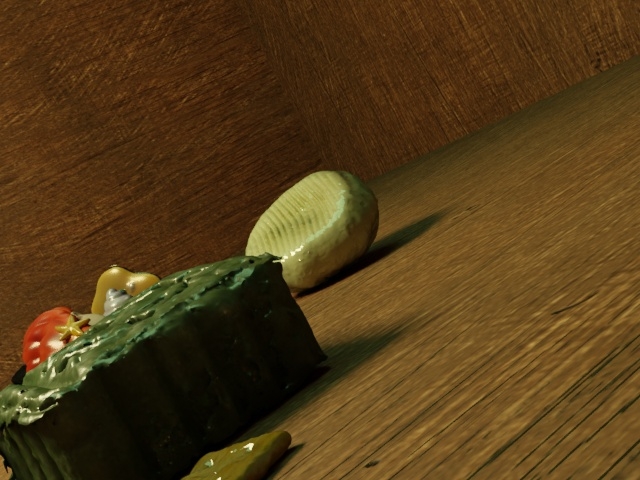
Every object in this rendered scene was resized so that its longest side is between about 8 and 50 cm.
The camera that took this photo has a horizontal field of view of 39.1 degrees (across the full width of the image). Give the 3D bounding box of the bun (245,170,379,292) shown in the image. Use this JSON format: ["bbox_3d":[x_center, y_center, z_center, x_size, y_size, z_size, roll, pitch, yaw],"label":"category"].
[{"bbox_3d":[0.000,0.000,1.307,0.222,0.127,0.222,-29,34,22],"label":"bun"}]

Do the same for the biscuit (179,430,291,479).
[{"bbox_3d":[-0.066,0.152,0.575,0.083,0.018,0.081,-25,5,35],"label":"biscuit"}]

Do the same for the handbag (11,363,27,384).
[{"bbox_3d":[-0.497,0.227,1.792,0.244,0.088,0.275,-44,9,-26],"label":"handbag"}]

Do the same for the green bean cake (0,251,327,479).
[{"bbox_3d":[-0.153,0.124,0.777,0.255,0.132,0.241,-31,9,-30],"label":"green bean cake"}]

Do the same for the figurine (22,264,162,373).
[{"bbox_3d":[-0.346,0.163,1.373,0.208,0.181,0.257,13,19,13],"label":"figurine"}]
